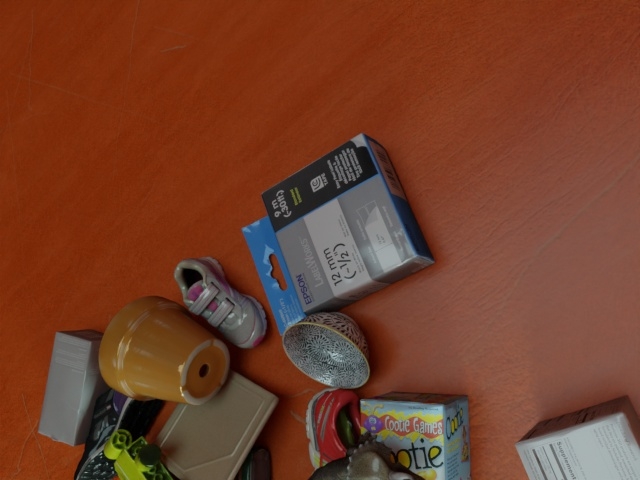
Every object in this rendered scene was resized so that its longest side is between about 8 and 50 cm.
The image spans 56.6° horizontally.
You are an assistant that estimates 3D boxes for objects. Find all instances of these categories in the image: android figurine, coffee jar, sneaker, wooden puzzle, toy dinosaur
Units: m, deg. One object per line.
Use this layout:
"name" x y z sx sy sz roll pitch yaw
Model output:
"android figurine" -0.342 0.489 1.185 0.248 0.056 0.273 52 141 7
"coffee jar" -0.192 0.453 1.166 0.185 0.079 0.096 -9 75 27
"sneaker" -0.458 0.407 1.315 0.124 0.107 0.283 38 96 39
"sneaker" -0.215 0.126 1.205 0.252 0.111 0.103 40 101 26
"wooden puzzle" -0.206 0.363 1.155 0.239 0.044 0.220 16 68 43
"sneaker" 0.046 0.391 1.016 0.118 0.107 0.278 -29 69 48
"toy dinosaur" 0.022 0.364 0.861 0.314 0.160 0.121 -36 66 22

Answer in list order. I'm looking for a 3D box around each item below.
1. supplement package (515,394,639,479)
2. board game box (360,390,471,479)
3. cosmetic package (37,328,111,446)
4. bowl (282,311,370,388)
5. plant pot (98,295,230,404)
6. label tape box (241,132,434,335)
"supplement package" 0.400 0.364 0.798 0.145 0.204 0.261 -27 71 23
"board game box" 0.156 0.392 0.957 0.142 0.144 0.275 -4 80 28
"cosmetic package" -0.548 0.332 1.360 0.127 0.107 0.237 9 90 28
"bowl" 0.023 0.182 1.075 0.170 0.170 0.080 4 41 28
"plant pot" -0.287 0.229 1.157 0.188 0.205 0.205 13 89 34
"label tape box" 0.000 0.000 1.111 0.348 0.115 0.249 -28 71 20
